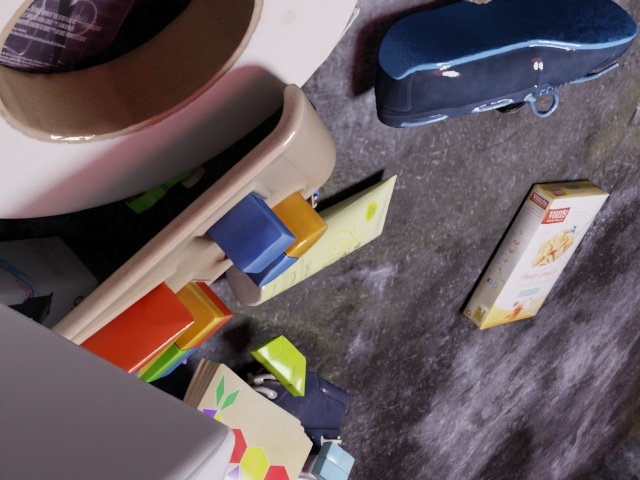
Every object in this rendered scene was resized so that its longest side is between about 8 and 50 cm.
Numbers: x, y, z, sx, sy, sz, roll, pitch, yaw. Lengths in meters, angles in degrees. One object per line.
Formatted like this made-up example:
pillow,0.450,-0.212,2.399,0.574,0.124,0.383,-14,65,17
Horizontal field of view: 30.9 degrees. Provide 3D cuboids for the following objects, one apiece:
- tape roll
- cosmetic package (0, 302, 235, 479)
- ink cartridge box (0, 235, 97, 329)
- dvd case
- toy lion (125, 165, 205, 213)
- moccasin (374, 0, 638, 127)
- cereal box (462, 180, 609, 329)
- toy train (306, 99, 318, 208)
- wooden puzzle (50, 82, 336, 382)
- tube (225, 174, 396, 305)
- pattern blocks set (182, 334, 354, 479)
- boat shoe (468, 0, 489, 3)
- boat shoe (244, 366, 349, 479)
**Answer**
tape roll,-0.144,-0.160,0.819,0.392,0.072,0.392,-27,157,-13
cosmetic package,-0.322,0.226,0.723,0.327,0.393,0.329,-40,151,-56
ink cartridge box,-0.295,0.071,0.995,0.175,0.072,0.127,-8,132,-48
dvd case,-0.194,-0.207,0.853,0.164,0.018,0.221,7,121,-54
toy lion,-0.135,-0.069,1.047,0.096,0.034,0.100,-26,-152,44
moccasin,0.195,-0.204,1.281,0.342,0.138,0.117,-11,140,-27
cereal box,0.329,0.020,1.770,0.173,0.047,0.240,-8,132,-49
toy train,-0.018,-0.088,1.217,0.036,0.027,0.158,-43,151,-30
wooden puzzle,-0.102,0.032,1.042,0.348,0.080,0.322,-46,174,2
tube,0.000,0.000,1.314,0.240,0.062,0.070,-28,-175,-39
pattern blocks set,-0.096,0.233,1.299,0.325,0.026,0.285,53,52,-24
boat shoe,0.204,-0.358,1.117,0.109,0.091,0.305,-13,136,-45
boat shoe,-0.101,0.216,1.403,0.340,0.127,0.158,26,72,-46
